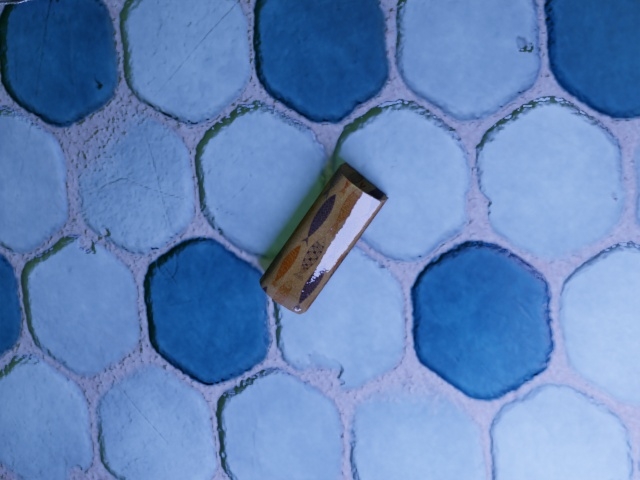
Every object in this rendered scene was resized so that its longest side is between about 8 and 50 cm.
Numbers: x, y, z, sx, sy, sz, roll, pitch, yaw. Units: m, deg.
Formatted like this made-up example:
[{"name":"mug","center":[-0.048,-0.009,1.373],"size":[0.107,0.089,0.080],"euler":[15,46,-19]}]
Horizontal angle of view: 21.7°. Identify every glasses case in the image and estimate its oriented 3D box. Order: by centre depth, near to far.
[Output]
[{"name":"glasses case","center":[0.000,0.000,1.851],"size":[0.064,0.041,0.170],"euler":[40,113,9]}]

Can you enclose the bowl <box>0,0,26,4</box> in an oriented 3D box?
[{"name":"bowl","center":[-0.363,-0.427,1.831],"size":[0.313,0.146,0.313],"euler":[-8,128,-11]}]
